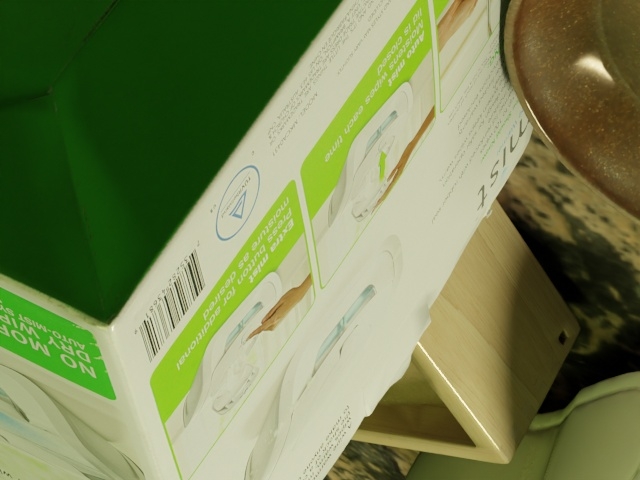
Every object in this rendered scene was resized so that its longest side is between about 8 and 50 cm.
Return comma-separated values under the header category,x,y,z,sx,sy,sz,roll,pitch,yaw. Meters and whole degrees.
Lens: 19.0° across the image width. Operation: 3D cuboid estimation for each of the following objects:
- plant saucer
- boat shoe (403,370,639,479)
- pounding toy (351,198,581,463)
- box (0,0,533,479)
category,x,y,z,sx,sy,sz,roll,pitch,yaw
plant saucer,0.162,-0.053,0.667,0.198,0.036,0.198,22,153,12
boat shoe,0.123,0.134,0.957,0.091,0.109,0.305,28,162,-14
pounding toy,-0.010,-0.004,0.882,0.181,0.094,0.206,4,142,44
box,-0.029,-0.033,0.668,0.127,0.262,0.231,24,153,19
